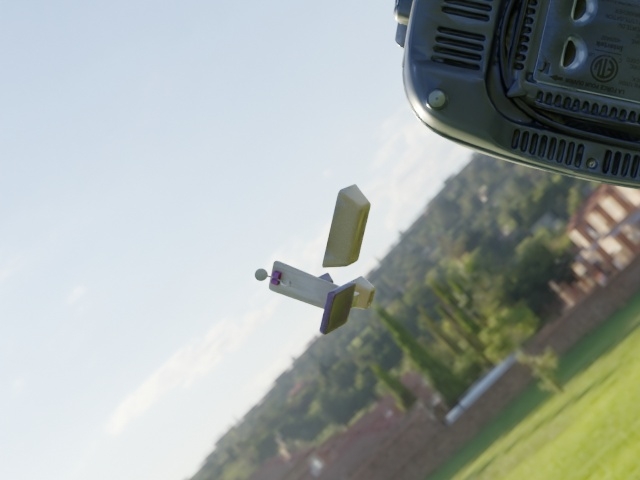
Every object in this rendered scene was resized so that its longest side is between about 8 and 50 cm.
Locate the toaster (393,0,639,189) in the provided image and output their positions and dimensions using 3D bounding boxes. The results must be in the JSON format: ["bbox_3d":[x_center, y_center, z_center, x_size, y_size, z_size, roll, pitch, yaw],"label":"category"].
[{"bbox_3d":[0.149,-0.090,0.633,0.146,0.227,0.129,-24,-55,-85],"label":"toaster"}]

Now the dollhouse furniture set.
[{"bbox_3d":[0.000,0.000,1.022,0.091,0.081,0.114,-24,-49,-60],"label":"dollhouse furniture set"}]
